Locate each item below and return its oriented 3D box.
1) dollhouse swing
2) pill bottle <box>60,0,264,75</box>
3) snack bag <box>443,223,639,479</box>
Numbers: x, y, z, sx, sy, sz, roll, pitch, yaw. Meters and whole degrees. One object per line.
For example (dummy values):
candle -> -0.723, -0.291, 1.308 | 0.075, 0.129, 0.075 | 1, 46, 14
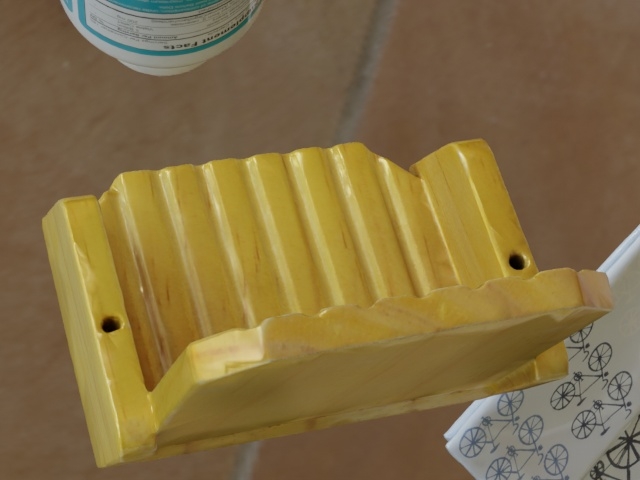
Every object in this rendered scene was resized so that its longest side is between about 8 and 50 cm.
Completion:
dollhouse swing -> 0.000, 0.000, 1.391 | 0.347, 0.305, 0.315 | -9, 61, -16
pill bottle -> -0.101, -0.206, 1.222 | 0.146, 0.264, 0.146 | 2, 68, -4
snack bag -> 0.313, 0.194, 1.989 | 0.323, 0.037, 0.342 | -46, 126, -11
